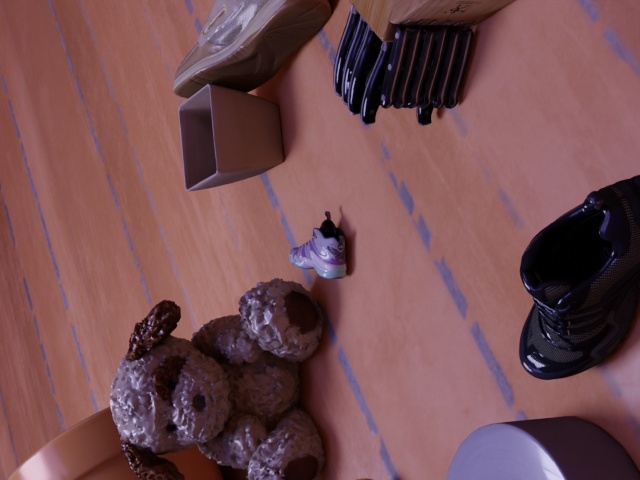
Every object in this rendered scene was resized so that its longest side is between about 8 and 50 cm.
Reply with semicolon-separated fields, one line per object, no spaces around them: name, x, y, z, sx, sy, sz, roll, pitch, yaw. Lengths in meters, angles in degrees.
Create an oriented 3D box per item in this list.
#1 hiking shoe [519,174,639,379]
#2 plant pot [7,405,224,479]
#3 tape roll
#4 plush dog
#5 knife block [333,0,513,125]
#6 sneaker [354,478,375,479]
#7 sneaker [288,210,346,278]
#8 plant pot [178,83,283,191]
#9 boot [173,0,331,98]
hiking shoe;0.188;0.028;1.031;0.227;0.114;0.086;-65;37;43
plant pot;-0.238;0.352;1.767;0.203;0.291;0.291;57;144;18
tape roll;0.184;0.255;1.104;0.219;0.072;0.219;4;95;64
plush dog;-0.133;0.170;1.561;0.211;0.225;0.262;10;101;63
knife block;0.079;-0.252;1.261;0.242;0.088;0.275;-20;74;62
sneaker;0.020;0.320;1.444;0.215;0.084;0.083;-45;39;52
sneaker;0.000;0.000;1.501;0.098;0.038;0.069;18;107;52
plant pot;-0.105;-0.121;1.631;0.109;0.096;0.109;-21;72;62
boot;-0.098;-0.296;1.586;0.262;0.095;0.203;-34;62;47
